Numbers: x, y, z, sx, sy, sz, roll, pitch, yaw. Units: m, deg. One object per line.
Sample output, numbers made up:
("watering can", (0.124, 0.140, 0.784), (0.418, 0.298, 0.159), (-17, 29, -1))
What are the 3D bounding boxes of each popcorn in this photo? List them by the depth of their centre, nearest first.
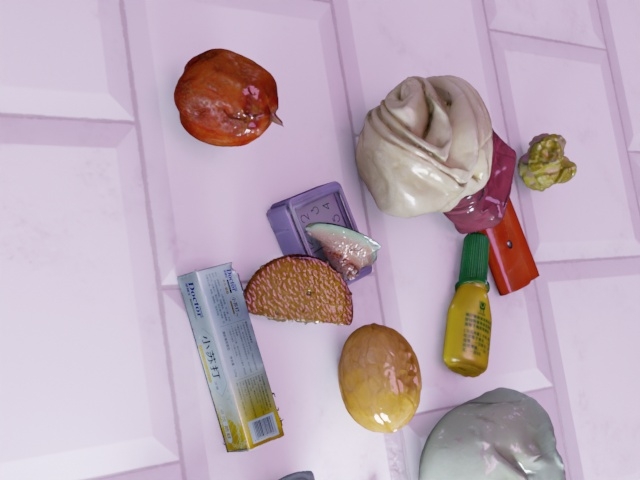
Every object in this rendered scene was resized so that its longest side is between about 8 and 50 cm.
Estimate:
("popcorn", (0.524, -0.180, 2.328), (0.126, 0.126, 0.145), (48, 28, -30))

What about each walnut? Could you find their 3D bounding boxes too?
("walnut", (0.107, 0.252, 1.836), (0.159, 0.159, 0.207), (8, 66, -39))

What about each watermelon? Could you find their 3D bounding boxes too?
("watermelon", (0.048, 0.006, 1.808), (0.155, 0.101, 0.080), (43, 66, -13))

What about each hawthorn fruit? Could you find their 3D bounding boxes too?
("hawthorn fruit", (-0.160, -0.247, 1.724), (0.173, 0.179, 0.173), (33, 51, -55))

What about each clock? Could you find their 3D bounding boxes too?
("clock", (-0.001, 0.000, 1.863), (0.144, 0.073, 0.193), (-26, 96, -42))

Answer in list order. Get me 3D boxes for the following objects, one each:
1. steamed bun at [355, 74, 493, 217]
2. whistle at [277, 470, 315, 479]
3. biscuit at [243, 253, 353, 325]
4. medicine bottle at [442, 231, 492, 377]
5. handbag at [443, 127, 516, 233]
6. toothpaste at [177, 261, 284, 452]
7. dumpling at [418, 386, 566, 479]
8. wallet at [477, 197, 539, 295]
("steamed bun", (0.220, -0.209, 1.969), (0.289, 0.203, 0.276), (-17, 61, -18))
("whistle", (-0.089, 0.472, 1.636), (0.346, 0.134, 0.142), (-8, 86, -32))
("biscuit", (-0.036, 0.087, 1.779), (0.206, 0.025, 0.126), (8, 89, -13))
("medicine bottle", (0.317, 0.129, 2.096), (0.111, 0.076, 0.309), (26, 63, -34))
("handbag", (0.324, -0.136, 2.131), (0.135, 0.146, 0.225), (39, 56, -33))
("toothpaste", (-0.151, 0.195, 1.685), (0.089, 0.071, 0.313), (-15, 88, -40))
("dumpling", (0.321, 0.448, 1.942), (0.270, 0.212, 0.320), (7, 86, -2))
("wallet", (0.414, 0.008, 2.234), (0.142, 0.045, 0.204), (-23, 93, -42))
